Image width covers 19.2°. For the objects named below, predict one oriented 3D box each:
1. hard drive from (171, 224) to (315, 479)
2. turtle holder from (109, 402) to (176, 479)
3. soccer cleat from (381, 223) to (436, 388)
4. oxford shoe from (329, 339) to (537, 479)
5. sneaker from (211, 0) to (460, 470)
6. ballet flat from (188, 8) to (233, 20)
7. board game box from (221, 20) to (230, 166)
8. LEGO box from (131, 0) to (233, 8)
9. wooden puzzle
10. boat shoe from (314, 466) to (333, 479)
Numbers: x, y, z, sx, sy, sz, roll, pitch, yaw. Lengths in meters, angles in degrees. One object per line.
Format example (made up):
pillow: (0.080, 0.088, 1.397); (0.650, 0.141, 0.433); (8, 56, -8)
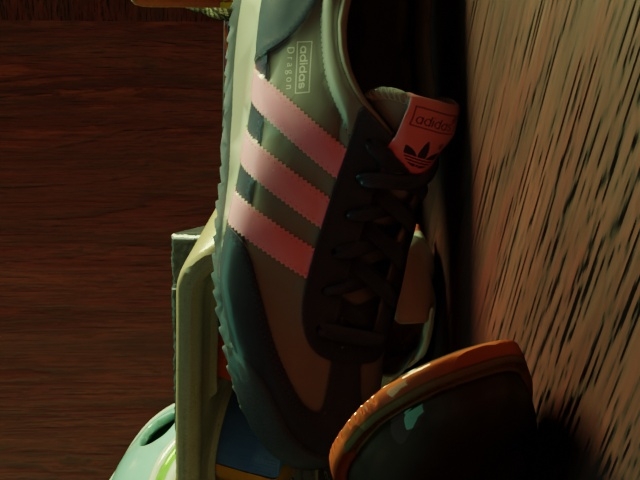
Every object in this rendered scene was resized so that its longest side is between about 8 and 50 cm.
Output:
hard drive: (-0.049, 0.149, 1.644); (0.237, 0.064, 0.339); (-14, -76, -67)
turtle holder: (-0.129, 0.302, 2.090); (0.320, 0.243, 0.227); (-31, -42, -77)
soccer cleat: (0.035, 0.063, 1.210); (0.196, 0.068, 0.076); (104, 163, -59)
oxford shoe: (0.064, 0.136, 0.847); (0.271, 0.097, 0.098); (90, 158, -58)
sneaker: (0.017, -0.029, 1.077); (0.131, 0.112, 0.319); (-7, 82, 43)
ballet flat: (-0.115, -0.463, 2.239); (0.164, 0.182, 0.482); (-95, 7, -50)
board game box: (-0.091, -0.177, 2.565); (0.233, 0.078, 0.347); (-98, 10, -58)
LEGO box: (-0.038, -0.454, 1.267); (0.372, 0.193, 0.500); (-99, 10, -62)
wooden puzzle: (-0.021, 0.035, 1.361); (0.322, 0.080, 0.348); (-65, -11, -45)
boat shoe: (0.023, 0.152, 1.385); (0.049, 0.056, 0.152); (-87, -2, -85)
